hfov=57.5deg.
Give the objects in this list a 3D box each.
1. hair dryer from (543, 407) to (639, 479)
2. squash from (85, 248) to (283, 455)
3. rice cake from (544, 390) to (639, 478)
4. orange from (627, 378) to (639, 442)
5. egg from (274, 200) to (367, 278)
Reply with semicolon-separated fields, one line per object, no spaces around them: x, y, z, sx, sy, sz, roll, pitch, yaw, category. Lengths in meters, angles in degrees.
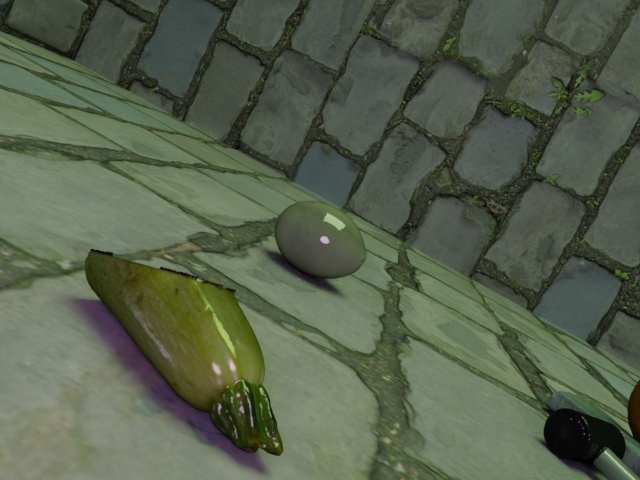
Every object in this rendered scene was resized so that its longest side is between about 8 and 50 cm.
0.344;0.272;0.645;0.101;0.057;0.197;23;18;-31;hair dryer
-0.082;0.061;0.396;0.200;0.075;0.090;36;-15;37;squash
0.404;0.278;0.794;0.085;0.040;0.226;24;10;-26;rice cake
0.542;0.260;0.795;0.219;0.193;0.219;57;8;-12;orange
0.000;0.000;0.906;0.152;0.114;0.114;26;7;14;egg
